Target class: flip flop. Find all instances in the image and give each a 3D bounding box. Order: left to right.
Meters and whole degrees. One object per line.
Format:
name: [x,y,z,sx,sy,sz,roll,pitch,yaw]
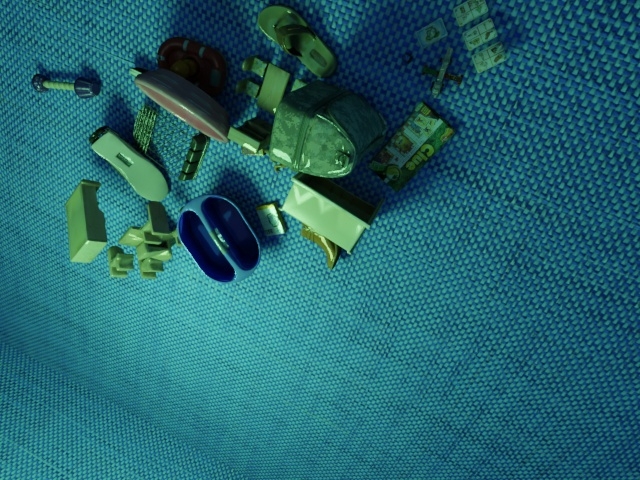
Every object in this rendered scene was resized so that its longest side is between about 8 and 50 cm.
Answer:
flip flop: [-0.069,-0.583,1.293,0.277,0.080,0.112,43,123,-3]

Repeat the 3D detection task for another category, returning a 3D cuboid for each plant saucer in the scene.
plant saucer: [-0.421,-0.436,1.407,0.332,0.332,0.084,32,88,4]

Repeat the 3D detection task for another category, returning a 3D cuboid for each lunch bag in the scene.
lunch bag: [0.036,-0.310,1.267,0.255,0.305,0.213,27,125,11]

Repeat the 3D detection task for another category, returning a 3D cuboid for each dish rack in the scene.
dish rack: [-0.558,-0.360,1.614,0.271,0.074,0.208,35,122,4]

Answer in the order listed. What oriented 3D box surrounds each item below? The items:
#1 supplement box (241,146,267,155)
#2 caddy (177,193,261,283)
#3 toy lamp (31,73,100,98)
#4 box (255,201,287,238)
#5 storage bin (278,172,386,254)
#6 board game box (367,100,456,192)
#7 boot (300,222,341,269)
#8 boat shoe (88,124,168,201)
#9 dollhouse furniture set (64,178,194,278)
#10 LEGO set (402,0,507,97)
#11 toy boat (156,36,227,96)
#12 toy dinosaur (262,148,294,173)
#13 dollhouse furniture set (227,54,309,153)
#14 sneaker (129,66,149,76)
supplement box: [-0.227,-0.323,1.513,0.083,0.043,0.055,7,119,17]
caddy: [-0.362,-0.009,1.603,0.241,0.179,0.342,-32,103,1]
toy lamp: [-0.949,-0.578,1.653,0.274,0.080,0.080,11,120,19]
box: [-0.180,-0.072,1.636,0.081,0.028,0.136,-9,114,26]
storage bin: [0.047,-0.120,1.380,0.262,0.260,0.123,32,122,4]
board game box: [0.272,-0.280,1.346,0.136,0.030,0.260,39,123,-3]
boot: [0.000,0.000,1.577,0.152,0.073,0.197,12,108,15]
boat shoe: [-0.727,-0.303,1.694,0.127,0.158,0.341,-39,125,-3]
dollhouse furniture set: [-0.746,-0.050,1.718,0.362,0.394,0.257,-35,62,33]
LEGO set: [0.353,-0.512,1.197,0.244,0.060,0.183,-22,94,28]
toy boat: [-0.424,-0.553,1.409,0.230,0.151,0.151,24,122,8]
toy dinosaur: [-0.131,-0.274,1.459,0.112,0.211,0.064,-19,66,49]
dollhouse furniture set: [-0.174,-0.418,1.372,0.212,0.161,0.242,30,123,5]
sneaker: [-0.601,-0.546,1.539,0.161,0.057,0.075,26,117,4]
